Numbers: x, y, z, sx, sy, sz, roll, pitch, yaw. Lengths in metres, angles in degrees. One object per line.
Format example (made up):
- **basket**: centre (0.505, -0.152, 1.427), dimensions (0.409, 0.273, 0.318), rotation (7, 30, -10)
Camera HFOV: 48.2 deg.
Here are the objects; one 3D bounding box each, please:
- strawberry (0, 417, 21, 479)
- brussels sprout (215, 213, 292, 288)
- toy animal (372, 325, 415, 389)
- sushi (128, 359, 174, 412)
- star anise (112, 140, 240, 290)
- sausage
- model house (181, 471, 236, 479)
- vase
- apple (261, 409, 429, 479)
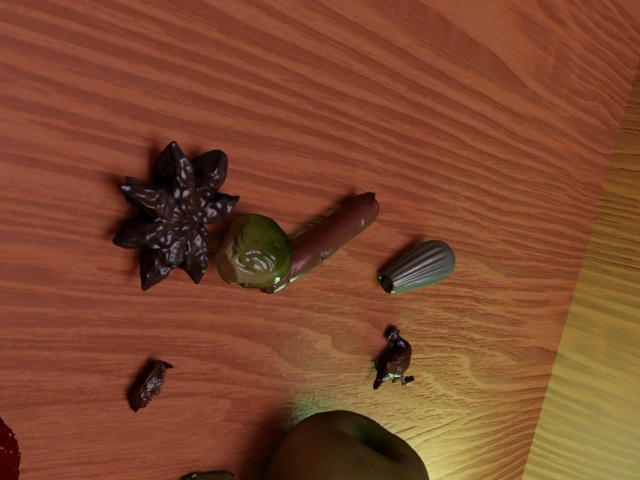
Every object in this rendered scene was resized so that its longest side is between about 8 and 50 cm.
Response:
- **strawberry**: centre (-0.588, 0.379, 1.137), dimensions (0.257, 0.257, 0.277), rotation (-56, 171, -19)
- **brussels sprout**: centre (-0.139, 0.027, 1.549), dimensions (0.180, 0.144, 0.161), rotation (-48, 127, -38)
- **toy animal**: centre (0.210, 0.362, 2.156), dimensions (0.188, 0.089, 0.179), rotation (-35, 114, -37)
- **sushi**: centre (-0.360, 0.305, 1.500), dimensions (0.055, 0.052, 0.120), rotation (43, 68, -32)
- **star anise**: centre (-0.275, -0.044, 1.419), dimensions (0.315, 0.108, 0.315), rotation (-17, 114, -43)
- **sausage**: centre (0.000, 0.000, 1.762), dimensions (0.419, 0.094, 0.094), rotation (-35, 107, -35)
- **model house**: centre (-0.219, 0.676, 1.656), dimensions (0.175, 0.234, 0.193), rotation (13, 96, -50)
- **vase**: centre (0.280, 0.085, 2.098), dimensions (0.248, 0.128, 0.128), rotation (-22, 120, -32)
- **apple**: centre (0.052, 0.672, 1.818), dimensions (0.474, 0.474, 0.473), rotation (-21, 119, -43)
